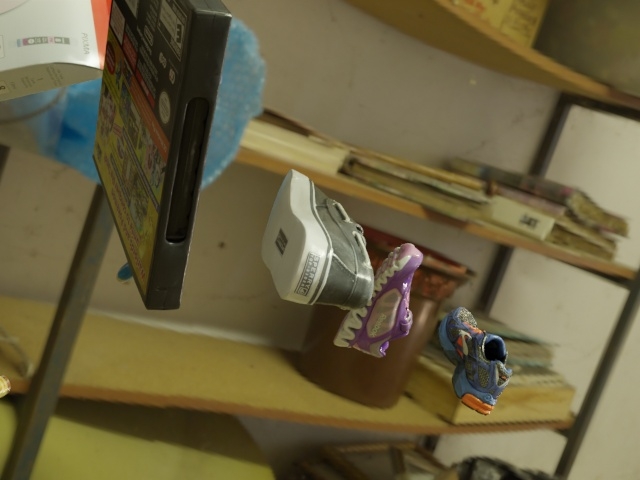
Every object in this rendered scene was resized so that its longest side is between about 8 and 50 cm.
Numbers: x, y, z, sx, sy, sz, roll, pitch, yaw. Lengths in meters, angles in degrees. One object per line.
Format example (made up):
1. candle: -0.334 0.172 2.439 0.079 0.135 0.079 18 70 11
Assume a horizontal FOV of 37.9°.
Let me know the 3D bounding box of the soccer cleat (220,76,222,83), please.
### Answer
1. soccer cleat: -0.254 -0.355 1.511 0.121 0.093 0.289 -10 -50 23

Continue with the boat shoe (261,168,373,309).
1. boat shoe: 0.000 0.000 1.077 0.102 0.108 0.301 18 13 -14

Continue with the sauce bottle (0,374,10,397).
1. sauce bottle: -0.596 0.271 1.627 0.042 0.042 0.128 21 16 14

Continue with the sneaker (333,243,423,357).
1. sneaker: 0.120 0.110 1.587 0.104 0.236 0.095 33 30 2

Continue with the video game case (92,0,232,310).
1. video game case: -0.145 -0.120 0.796 0.035 0.248 0.275 1 31 -24

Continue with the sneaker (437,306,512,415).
1. sneaker: 0.243 0.169 1.413 0.083 0.087 0.221 33 22 -23

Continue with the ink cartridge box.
1. ink cartridge box: -0.282 -0.263 1.037 0.232 0.189 0.066 -15 -26 0

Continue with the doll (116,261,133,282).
1. doll: -0.200 0.008 1.160 0.046 0.129 0.189 45 -5 0
